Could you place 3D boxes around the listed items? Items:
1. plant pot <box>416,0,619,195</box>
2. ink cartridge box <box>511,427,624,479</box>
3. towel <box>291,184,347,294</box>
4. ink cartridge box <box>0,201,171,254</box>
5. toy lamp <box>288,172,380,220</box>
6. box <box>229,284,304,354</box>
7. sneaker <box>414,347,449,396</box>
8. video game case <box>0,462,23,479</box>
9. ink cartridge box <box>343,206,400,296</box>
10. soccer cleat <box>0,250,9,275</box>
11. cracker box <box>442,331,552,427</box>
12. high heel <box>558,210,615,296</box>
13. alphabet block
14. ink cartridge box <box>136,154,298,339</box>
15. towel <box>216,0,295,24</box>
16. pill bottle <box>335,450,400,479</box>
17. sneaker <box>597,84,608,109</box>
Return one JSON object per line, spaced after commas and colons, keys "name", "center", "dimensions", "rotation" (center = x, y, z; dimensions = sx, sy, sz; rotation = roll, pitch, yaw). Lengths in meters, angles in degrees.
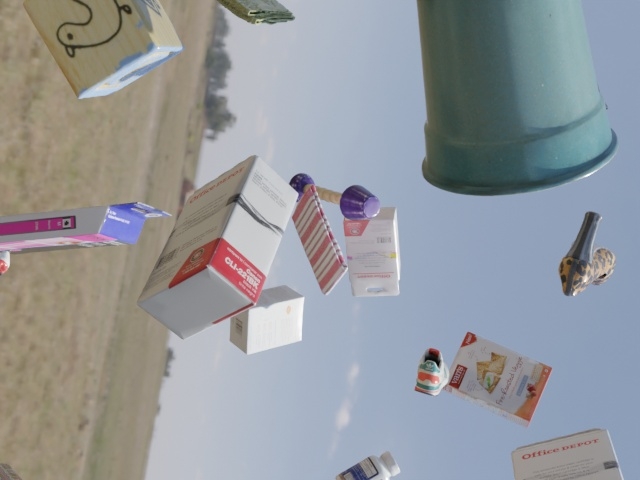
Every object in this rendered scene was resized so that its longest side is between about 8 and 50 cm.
{"name": "plant pot", "center": [0.310, -0.294, 1.609], "dimensions": [0.341, 0.341, 0.334], "rotation": [-99, 176, -64]}
{"name": "ink cartridge box", "center": [0.378, 0.390, 1.434], "dimensions": [0.218, 0.159, 0.092], "rotation": [-77, 148, -65]}
{"name": "towel", "center": [0.000, 0.000, 1.956], "dimensions": [0.197, 0.029, 0.144], "rotation": [68, -22, 15]}
{"name": "ink cartridge box", "center": [-0.509, -0.023, 1.966], "dimensions": [0.176, 0.371, 0.069], "rotation": [28, 56, -75]}
{"name": "toy lamp", "center": [0.029, -0.095, 2.098], "dimensions": [0.275, 0.080, 0.080], "rotation": [17, -82, 52]}
{"name": "box", "center": [-0.138, 0.201, 2.465], "dimensions": [0.091, 0.171, 0.130], "rotation": [28, -59, 48]}
{"name": "sneaker", "center": [0.217, 0.236, 1.819], "dimensions": [0.161, 0.057, 0.075], "rotation": [-33, 135, -71]}
{"name": "video game case", "center": [-0.596, 0.396, 1.576], "dimensions": [0.232, 0.210, 0.041], "rotation": [2, -102, 60]}
{"name": "ink cartridge box", "center": [0.119, 0.027, 2.164], "dimensions": [0.067, 0.115, 0.198], "rotation": [-76, 162, -60]}
{"name": "soccer cleat", "center": [-0.410, 0.022, 1.138], "dimensions": [0.035, 0.083, 0.029], "rotation": [-91, -173, -52]}
{"name": "cracker box", "center": [0.443, 0.348, 2.411], "dimensions": [0.155, 0.232, 0.067], "rotation": [-61, 163, -23]}
{"name": "high heel", "center": [0.548, 0.081, 2.012], "dimensions": [0.186, 0.093, 0.261], "rotation": [-64, 150, -23]}
{"name": "alphabet block", "center": [-0.396, -0.397, 1.785], "dimensions": [0.197, 0.192, 0.193], "rotation": [59, 9, -6]}
{"name": "ink cartridge box", "center": [-0.171, 0.009, 1.640], "dimensions": [0.197, 0.114, 0.272], "rotation": [-27, -148, 39]}
{"name": "towel", "center": [-0.122, -0.382, 1.526], "dimensions": [0.110, 0.148, 0.027], "rotation": [-16, 137, -50]}
{"name": "pill bottle", "center": [0.095, 0.470, 1.913], "dimensions": [0.067, 0.120, 0.067], "rotation": [59, -9, 15]}
{"name": "sneaker", "center": [0.588, -0.330, 2.341], "dimensions": [0.083, 0.222, 0.118], "rotation": [81, -15, -75]}
